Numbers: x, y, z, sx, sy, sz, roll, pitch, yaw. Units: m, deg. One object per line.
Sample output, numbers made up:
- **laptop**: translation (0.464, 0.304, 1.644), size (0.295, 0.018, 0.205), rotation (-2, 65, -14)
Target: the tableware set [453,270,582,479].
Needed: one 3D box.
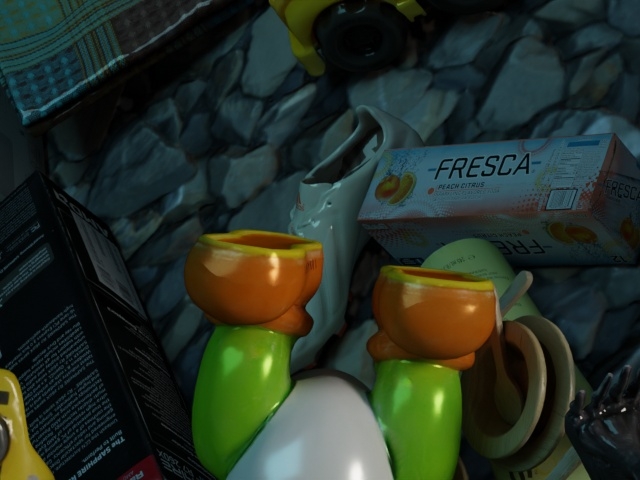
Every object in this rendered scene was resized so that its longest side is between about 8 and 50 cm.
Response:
- **tableware set**: translation (0.073, 0.117, 1.054), size (0.194, 0.039, 0.128), rotation (-57, 36, 33)

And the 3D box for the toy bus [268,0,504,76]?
- **toy bus**: translation (0.025, -0.246, 1.330), size (0.220, 0.211, 0.149), rotation (-28, 45, 26)

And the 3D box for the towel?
- **towel**: translation (-0.194, -0.278, 1.614), size (0.271, 0.040, 0.370), rotation (-32, 51, 4)

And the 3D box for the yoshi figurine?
- **yoshi figurine**: translation (-0.019, 0.185, 0.975), size (0.203, 0.203, 0.362), rotation (17, 99, 47)

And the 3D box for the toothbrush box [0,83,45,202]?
- **toothbrush box**: translation (-0.379, -0.024, 1.595), size (0.295, 0.126, 0.216), rotation (-34, 41, 20)

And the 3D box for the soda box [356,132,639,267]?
- **soda box**: translation (0.115, -0.023, 1.178), size (0.183, 0.063, 0.058), rotation (-1, 56, 42)

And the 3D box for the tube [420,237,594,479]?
- **tube**: translation (0.121, 0.093, 1.084), size (0.070, 0.062, 0.240), rotation (-62, 33, 31)

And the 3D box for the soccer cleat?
- **soccer cleat**: translation (0.000, 0.000, 1.257), size (0.068, 0.076, 0.196), rotation (20, 74, 49)

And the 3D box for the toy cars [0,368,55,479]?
- **toy cars**: translation (-0.163, 0.233, 0.995), size (0.393, 0.087, 0.176), rotation (-101, 24, -42)

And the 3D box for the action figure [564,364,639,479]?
- **action figure**: translation (0.206, 0.162, 0.857), size (0.164, 0.141, 0.275), rotation (-19, 50, -4)

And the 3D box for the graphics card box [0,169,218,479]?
- **graphics card box**: translation (-0.213, 0.141, 1.331), size (0.233, 0.094, 0.371), rotation (-42, 40, 9)
